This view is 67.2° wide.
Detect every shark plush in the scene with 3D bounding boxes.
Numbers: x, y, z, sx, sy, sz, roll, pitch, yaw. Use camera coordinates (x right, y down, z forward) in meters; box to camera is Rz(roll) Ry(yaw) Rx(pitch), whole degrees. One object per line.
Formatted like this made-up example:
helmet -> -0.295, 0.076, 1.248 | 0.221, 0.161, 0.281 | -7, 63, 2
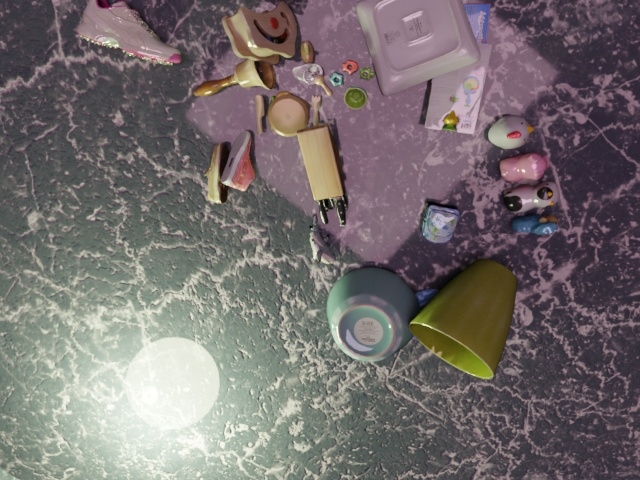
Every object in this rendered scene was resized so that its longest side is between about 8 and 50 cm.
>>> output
shark plush -> 0.000, 0.000, 1.555 | 0.067, 0.073, 0.161 | -16, 84, -10

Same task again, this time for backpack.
backpack -> 0.364, -0.050, 1.472 | 0.105, 0.084, 0.114 | 12, 110, 4

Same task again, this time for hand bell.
hand bell -> -0.267, -0.466, 1.410 | 0.242, 0.126, 0.126 | -13, 106, 22

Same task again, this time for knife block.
knife block -> 0.017, -0.172, 1.392 | 0.088, 0.275, 0.242 | -11, 76, 8

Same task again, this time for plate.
plate -> 0.258, -0.572, 1.303 | 0.278, 0.045, 0.277 | -17, 92, 15

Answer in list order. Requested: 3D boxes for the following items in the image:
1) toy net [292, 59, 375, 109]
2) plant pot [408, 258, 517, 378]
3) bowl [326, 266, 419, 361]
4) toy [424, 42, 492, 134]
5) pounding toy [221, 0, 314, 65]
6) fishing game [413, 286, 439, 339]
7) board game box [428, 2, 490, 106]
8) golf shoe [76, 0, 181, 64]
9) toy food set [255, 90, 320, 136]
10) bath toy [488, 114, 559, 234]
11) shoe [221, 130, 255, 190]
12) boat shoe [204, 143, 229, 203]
toy net -> 0.031, -0.461, 1.376 | 0.232, 0.045, 0.122 | 16, 135, 0
plant pot -> 0.459, 0.211, 1.445 | 0.275, 0.275, 0.293 | 39, 73, -7
bowl -> 0.153, 0.255, 1.523 | 0.311, 0.163, 0.311 | 3, 104, 14
toy -> 0.380, -0.421, 1.337 | 0.137, 0.056, 0.237 | 11, 98, 13
pounding toy -> -0.112, -0.572, 1.289 | 0.155, 0.269, 0.154 | -8, 92, 39
fishing game -> 0.362, 0.246, 1.588 | 0.264, 0.041, 0.189 | 22, 100, 4
board game box -> 0.388, -0.512, 1.357 | 0.145, 0.027, 0.281 | 3, 107, 6
golf shoe -> -0.540, -0.601, 1.378 | 0.306, 0.115, 0.140 | 19, 105, -2
toy food set -> -0.096, -0.379, 1.445 | 0.192, 0.038, 0.132 | 1, 114, 0
bath toy -> 0.591, -0.191, 1.384 | 0.151, 0.129, 0.348 | -18, 104, 11
shoe -> -0.237, -0.243, 1.487 | 0.081, 0.063, 0.178 | 23, 87, -40
boat shoe -> -0.331, -0.210, 1.503 | 0.072, 0.068, 0.190 | 13, 107, 17
